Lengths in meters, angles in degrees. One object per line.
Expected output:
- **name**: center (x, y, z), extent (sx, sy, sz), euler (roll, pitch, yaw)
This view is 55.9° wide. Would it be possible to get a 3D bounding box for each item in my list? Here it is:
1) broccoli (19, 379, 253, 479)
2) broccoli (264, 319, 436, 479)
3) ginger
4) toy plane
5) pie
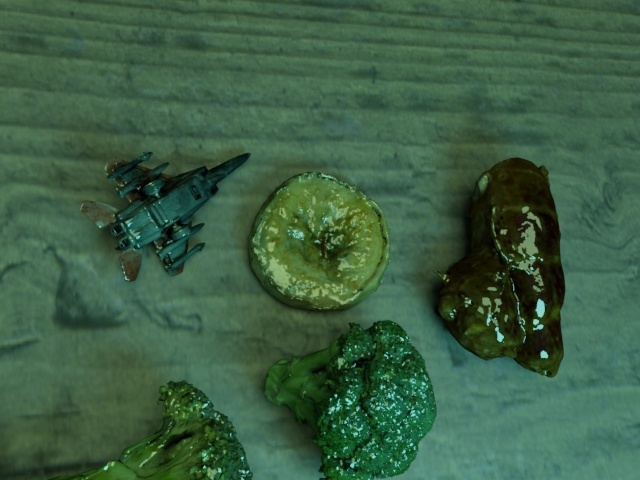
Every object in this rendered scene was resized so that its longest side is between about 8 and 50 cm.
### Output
- **broccoli**: center (-0.265, 0.318, 0.800), extent (0.362, 0.221, 0.252), euler (19, 101, -31)
- **broccoli**: center (0.043, 0.250, 0.935), extent (0.270, 0.270, 0.269), euler (6, 65, 23)
- **ginger**: center (0.325, 0.029, 1.107), extent (0.254, 0.176, 0.418), euler (10, 74, -17)
- **toy plane**: center (-0.234, -0.077, 1.038), extent (0.326, 0.104, 0.222), euler (-36, 109, -26)
- **pie**: center (0.000, 0.000, 1.097), extent (0.274, 0.055, 0.274), euler (5, 70, -13)
